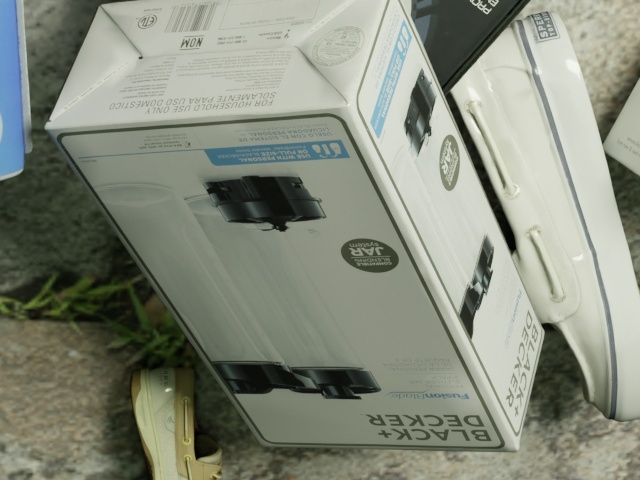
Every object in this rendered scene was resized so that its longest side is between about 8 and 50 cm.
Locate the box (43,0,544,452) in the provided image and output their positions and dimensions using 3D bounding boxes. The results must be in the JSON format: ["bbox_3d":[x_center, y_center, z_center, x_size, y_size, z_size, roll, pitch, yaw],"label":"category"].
[{"bbox_3d":[0.000,0.000,0.877,0.169,0.087,0.290,-1,141,24],"label":"box"}]

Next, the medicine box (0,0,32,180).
[{"bbox_3d":[-0.292,-0.135,0.717,0.289,0.149,0.264,-20,127,-33],"label":"medicine box"}]

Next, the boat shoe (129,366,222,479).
[{"bbox_3d":[-0.084,0.138,1.038,0.045,0.050,0.135,-11,122,2],"label":"boat shoe"}]

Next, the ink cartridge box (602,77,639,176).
[{"bbox_3d":[0.279,-0.116,0.929,0.134,0.078,0.231,24,101,-23],"label":"ink cartridge box"}]

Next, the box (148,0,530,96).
[{"bbox_3d":[0.008,-0.154,0.867,0.180,0.077,0.147,34,110,-26],"label":"box"}]

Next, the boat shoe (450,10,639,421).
[{"bbox_3d":[0.132,-0.001,0.974,0.088,0.096,0.268,-17,121,4],"label":"boat shoe"}]
